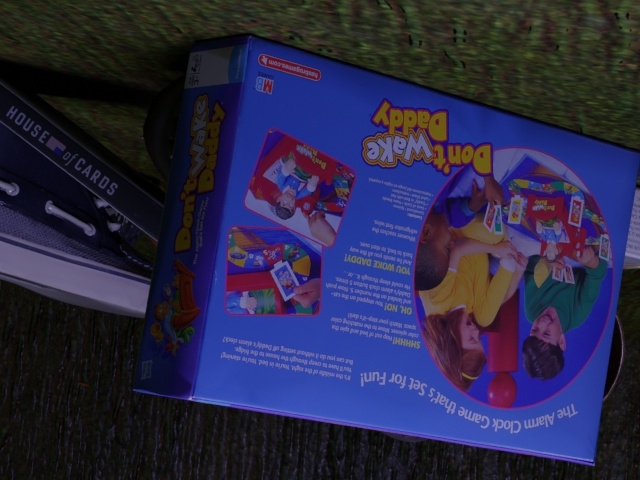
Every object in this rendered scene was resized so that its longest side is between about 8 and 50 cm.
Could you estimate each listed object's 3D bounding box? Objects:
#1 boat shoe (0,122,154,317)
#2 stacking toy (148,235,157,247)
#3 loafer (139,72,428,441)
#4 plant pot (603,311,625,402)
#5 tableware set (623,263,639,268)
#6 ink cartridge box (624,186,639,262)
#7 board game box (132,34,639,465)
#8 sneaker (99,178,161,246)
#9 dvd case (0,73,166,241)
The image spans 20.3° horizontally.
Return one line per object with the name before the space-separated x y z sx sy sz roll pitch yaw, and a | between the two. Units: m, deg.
boat shoe | -0.238 -0.025 1.718 0.127 0.158 0.340 4 168 43
stacking toy | -0.045 0.040 1.926 0.279 0.130 0.309 44 175 -9
loafer | 0.000 0.000 1.330 0.366 0.134 0.130 53 171 -27
plant pot | 0.266 0.116 2.329 0.215 0.215 0.230 10 -170 -5
tableware set | 0.328 0.008 1.755 0.128 0.039 0.194 -3 179 10
ink cartridge box | 0.100 -0.037 1.522 0.296 0.066 0.261 13 173 -30
board game box | 0.056 0.016 1.228 0.347 0.233 0.078 13 173 -34
sneaker | -0.286 -0.053 2.029 0.122 0.110 0.283 36 -168 23
dvd case | -0.175 -0.056 1.428 0.238 0.030 0.179 36 180 12
